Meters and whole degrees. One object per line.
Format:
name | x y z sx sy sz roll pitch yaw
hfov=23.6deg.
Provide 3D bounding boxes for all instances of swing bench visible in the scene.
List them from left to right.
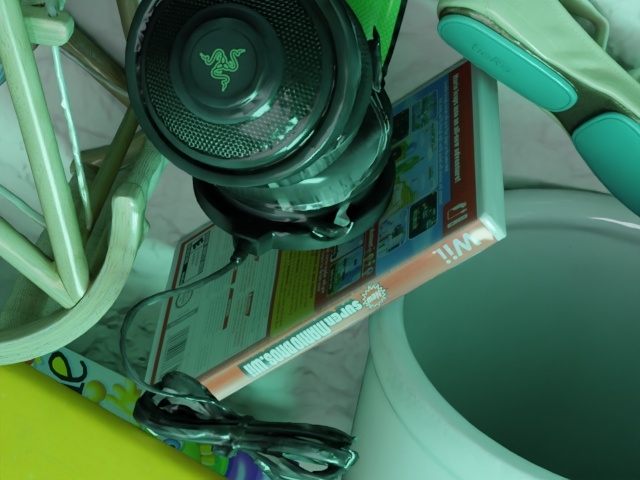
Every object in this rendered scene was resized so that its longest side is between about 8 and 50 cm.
swing bench | -0.176 -0.103 0.976 0.165 0.253 0.254 -20 118 19

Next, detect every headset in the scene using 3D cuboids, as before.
headset | -0.003 -0.064 0.895 0.185 0.394 0.243 18 166 15

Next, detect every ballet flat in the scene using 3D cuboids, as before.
ballet flat | 0.188 -0.105 1.033 0.248 0.086 0.086 40 119 -16

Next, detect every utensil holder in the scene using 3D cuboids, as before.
utensil holder | 0.161 0.211 1.095 0.328 0.327 0.385 12 125 -1

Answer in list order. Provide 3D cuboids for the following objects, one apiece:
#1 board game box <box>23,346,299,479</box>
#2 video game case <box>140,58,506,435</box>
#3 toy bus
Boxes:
board game box | -0.182 0.196 1.209 0.275 0.144 0.142 27 145 -10
video game case | 0.000 0.000 1.048 0.285 0.204 0.025 -31 118 24
toy bus | -0.169 0.174 1.057 0.333 0.108 0.130 31 160 -9
